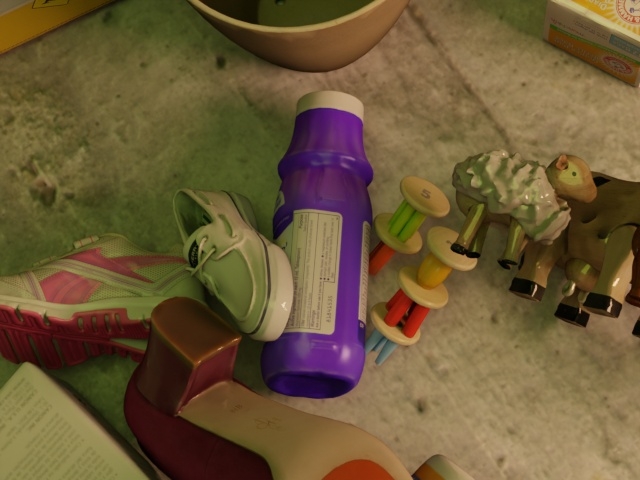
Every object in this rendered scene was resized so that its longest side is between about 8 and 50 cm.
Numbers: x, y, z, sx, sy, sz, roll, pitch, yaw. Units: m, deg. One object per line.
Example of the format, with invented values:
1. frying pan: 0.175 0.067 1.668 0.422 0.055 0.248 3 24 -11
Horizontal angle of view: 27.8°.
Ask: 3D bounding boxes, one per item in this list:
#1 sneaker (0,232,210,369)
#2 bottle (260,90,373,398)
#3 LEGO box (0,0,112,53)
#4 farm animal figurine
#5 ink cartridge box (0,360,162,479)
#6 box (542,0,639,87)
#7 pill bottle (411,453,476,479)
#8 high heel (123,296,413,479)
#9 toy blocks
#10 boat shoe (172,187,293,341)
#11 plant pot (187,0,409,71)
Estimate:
1. sneaker: -0.222 0.053 1.232 0.252 0.103 0.111 3 53 -3
2. bottle: 0.000 0.000 1.207 0.092 0.118 0.283 7 70 -8
3. LEGO box: -0.359 -0.334 1.205 0.500 0.372 0.193 -25 74 -1
4. farm animal figurine: 0.316 0.007 1.125 0.327 0.330 0.172 16 80 39
5. ink cartridge box: -0.228 0.342 1.131 0.385 0.091 0.308 40 84 24
6. box: 0.313 -0.268 1.248 0.114 0.103 0.203 31 81 13
7. pill bottle: 0.063 0.329 1.102 0.152 0.152 0.272 42 83 14
8. high heel: -0.033 0.221 1.106 0.127 0.181 0.377 -20 52 -33
9. toy blocks: 0.073 0.032 1.210 0.148 0.054 0.123 -56 39 32
10. boat shoe: -0.090 0.020 1.176 0.076 0.226 0.083 13 109 -23
11. plant pot: -0.015 -0.261 1.195 0.256 0.274 0.256 -1 77 4
